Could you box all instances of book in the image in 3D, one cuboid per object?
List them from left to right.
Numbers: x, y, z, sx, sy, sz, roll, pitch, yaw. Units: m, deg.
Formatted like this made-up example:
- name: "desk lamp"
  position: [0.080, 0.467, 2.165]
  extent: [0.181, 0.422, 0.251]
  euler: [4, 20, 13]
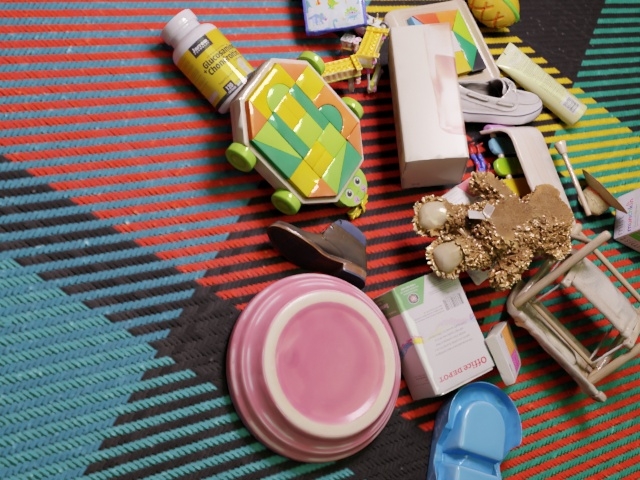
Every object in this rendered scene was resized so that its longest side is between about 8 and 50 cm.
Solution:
- name: "book"
  position: [0.363, 0.219, 1.500]
  extent: [0.096, 0.035, 0.144]
  euler: [68, 20, 3]

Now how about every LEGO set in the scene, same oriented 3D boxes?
- name: "LEGO set"
  position: [0.053, -0.346, 1.571]
  extent: [0.132, 0.107, 0.287]
  euler: [31, 61, 26]

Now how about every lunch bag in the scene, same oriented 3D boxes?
- name: "lunch bag"
  position: [0.028, -0.489, 1.562]
  extent: [0.128, 0.096, 0.151]
  euler: [-8, 65, 8]

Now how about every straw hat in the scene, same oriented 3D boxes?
- name: "straw hat"
  position: [0.635, -0.093, 1.769]
  extent: [0.144, 0.144, 0.061]
  euler: [44, 102, -7]

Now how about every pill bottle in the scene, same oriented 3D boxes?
- name: "pill bottle"
  position: [-0.206, -0.332, 1.413]
  extent: [0.184, 0.103, 0.103]
  euler: [47, 59, -5]

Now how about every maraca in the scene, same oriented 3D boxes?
- name: "maraca"
  position: [0.387, -0.565, 1.778]
  extent: [0.185, 0.127, 0.099]
  euler: [36, 86, -16]

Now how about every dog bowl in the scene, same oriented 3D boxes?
- name: "dog bowl"
  position: [0.277, 0.414, 1.416]
  extent: [0.165, 0.074, 0.297]
  euler: [21, 64, -19]

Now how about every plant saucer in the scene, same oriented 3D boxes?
- name: "plant saucer"
  position: [0.004, 0.216, 1.333]
  extent: [0.332, 0.084, 0.332]
  euler: [7, 74, -23]

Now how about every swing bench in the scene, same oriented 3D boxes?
- name: "swing bench"
  position: [0.549, 0.146, 1.576]
  extent: [0.254, 0.165, 0.253]
  euler: [-44, 97, 2]

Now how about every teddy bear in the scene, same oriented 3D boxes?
- name: "teddy bear"
  position: [0.333, -0.017, 1.499]
  extent: [0.338, 0.113, 0.245]
  euler: [-25, 67, -30]

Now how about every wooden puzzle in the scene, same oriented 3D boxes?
- name: "wooden puzzle"
  position: [0.281, -0.437, 1.724]
  extent: [0.238, 0.044, 0.221]
  euler: [-21, 83, -30]

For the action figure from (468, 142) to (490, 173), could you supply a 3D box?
- name: "action figure"
  position: [0.352, -0.159, 1.675]
  extent: [0.038, 0.030, 0.115]
  euler: [-1, 75, -32]

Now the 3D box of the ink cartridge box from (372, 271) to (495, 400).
- name: "ink cartridge box"
  position: [0.215, 0.176, 1.455]
  extent: [0.154, 0.093, 0.213]
  euler: [-19, 80, -30]

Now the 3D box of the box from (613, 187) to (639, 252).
- name: "box"
  position: [0.860, -0.038, 1.767]
  extent: [0.261, 0.231, 0.127]
  euler: [24, 63, -18]

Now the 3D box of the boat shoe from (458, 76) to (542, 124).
- name: "boat shoe"
  position: [0.392, -0.321, 1.701]
  extent: [0.267, 0.088, 0.096]
  euler: [-2, 42, -23]

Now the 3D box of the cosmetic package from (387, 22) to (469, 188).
- name: "cosmetic package"
  position: [0.214, -0.272, 1.554]
  extent: [0.129, 0.153, 0.296]
  euler: [-4, 75, 1]

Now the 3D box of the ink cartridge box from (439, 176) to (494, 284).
- name: "ink cartridge box"
  position: [0.321, -0.020, 1.588]
  extent: [0.115, 0.067, 0.198]
  euler: [-32, 89, -31]

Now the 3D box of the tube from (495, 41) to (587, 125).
- name: "tube"
  position: [0.524, -0.371, 1.820]
  extent: [0.240, 0.062, 0.070]
  euler: [39, 17, -4]

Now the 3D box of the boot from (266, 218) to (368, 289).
- name: "boot"
  position: [0.000, 0.000, 1.425]
  extent: [0.219, 0.082, 0.106]
  euler: [33, 51, -24]

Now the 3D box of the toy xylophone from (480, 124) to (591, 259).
- name: "toy xylophone"
  position: [0.481, -0.119, 1.690]
  extent: [0.236, 0.081, 0.323]
  euler: [1, 70, -39]

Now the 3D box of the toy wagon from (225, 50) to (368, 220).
- name: "toy wagon"
  position: [-0.012, -0.175, 1.425]
  extent: [0.344, 0.068, 0.267]
  euler: [45, 63, -24]
